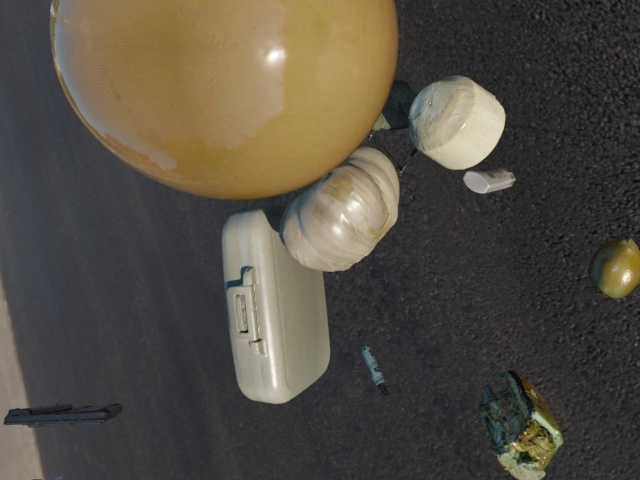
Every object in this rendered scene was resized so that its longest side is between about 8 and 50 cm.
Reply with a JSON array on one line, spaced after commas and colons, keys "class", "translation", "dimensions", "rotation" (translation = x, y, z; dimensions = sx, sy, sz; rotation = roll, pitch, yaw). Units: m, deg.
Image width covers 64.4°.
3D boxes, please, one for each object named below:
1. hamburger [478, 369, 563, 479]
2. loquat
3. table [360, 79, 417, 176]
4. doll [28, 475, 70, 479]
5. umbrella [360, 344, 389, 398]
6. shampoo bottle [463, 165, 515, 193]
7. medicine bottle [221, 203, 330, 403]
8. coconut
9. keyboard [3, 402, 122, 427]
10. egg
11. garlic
[{"class": "hamburger", "translation": [0.546, 0.509, 1.378], "dimensions": [0.167, 0.288, 0.192], "rotation": [-40, 101, 17]}, {"class": "loquat", "translation": [0.884, 0.079, 1.517], "dimensions": [0.152, 0.152, 0.195], "rotation": [32, 100, 43]}, {"class": "table", "translation": [0.166, -0.364, 1.725], "dimensions": [0.222, 0.335, 0.272], "rotation": [57, 139, 23]}, {"class": "doll", "translation": [-0.620, 0.604, 1.115], "dimensions": [0.215, 0.257, 0.161], "rotation": [23, 87, 13]}, {"class": "umbrella", "translation": [0.240, 0.577, 2.240], "dimensions": [0.053, 0.052, 0.250], "rotation": [73, 174, -61]}, {"class": "shampoo bottle", "translation": [0.520, -0.189, 1.557], "dimensions": [0.086, 0.227, 0.056], "rotation": [41, 123, 25]}, {"class": "medicine bottle", "translation": [-0.082, 0.116, 1.021], "dimensions": [0.123, 0.282, 0.375], "rotation": [-3, 94, 25]}, {"class": "coconut", "translation": [0.390, -0.328, 1.442], "dimensions": [0.237, 0.265, 0.237], "rotation": [-34, 46, 44]}, {"class": "keyboard", "translation": [-0.301, 0.211, 0.622], "dimensions": [0.309, 0.100, 0.018], "rotation": [139, 133, -65]}, {"class": "egg", "translation": [-0.101, -0.195, 0.524], "dimensions": [0.373, 0.301, 0.301], "rotation": [17, 108, 36]}, {"class": "garlic", "translation": [0.032, -0.045, 0.810], "dimensions": [0.152, 0.228, 0.228], "rotation": [35, 133, -11]}]
